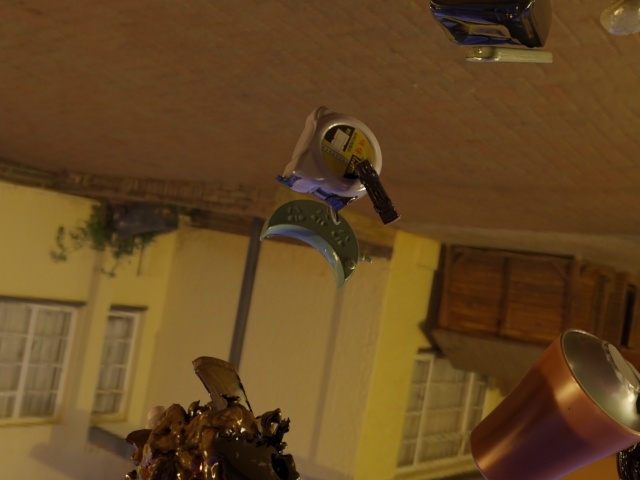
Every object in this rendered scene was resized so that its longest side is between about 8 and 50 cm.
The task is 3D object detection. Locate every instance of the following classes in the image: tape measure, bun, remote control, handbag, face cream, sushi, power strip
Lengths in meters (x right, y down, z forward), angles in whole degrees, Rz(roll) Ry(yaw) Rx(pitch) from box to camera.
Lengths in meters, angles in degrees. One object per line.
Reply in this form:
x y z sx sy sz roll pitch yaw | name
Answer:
0.027 -0.152 1.519 0.178 0.196 0.105 33 152 -14 | tape measure
0.439 -0.320 1.092 0.054 0.086 0.086 55 170 -8 | bun
0.473 -0.458 1.923 0.090 0.038 0.310 12 -164 42 | remote control
0.425 -0.598 1.935 0.275 0.177 0.302 14 -178 23 | handbag
-0.367 0.479 1.832 0.082 0.081 0.269 10 -165 -20 | face cream
-0.151 0.317 1.049 0.204 0.199 0.213 13 144 -24 | sushi
0.000 0.000 1.725 0.253 0.167 0.054 31 145 -5 | power strip

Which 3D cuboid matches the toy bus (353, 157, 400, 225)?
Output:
0.105 -0.089 1.443 0.037 0.130 0.052 -28 170 7 | toy bus

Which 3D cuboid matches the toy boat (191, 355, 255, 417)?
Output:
-0.177 0.361 1.465 0.122 0.321 0.089 -20 -158 -5 | toy boat

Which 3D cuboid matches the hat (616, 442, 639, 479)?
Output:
0.577 0.404 1.327 0.193 0.193 0.082 10 149 -9 | hat

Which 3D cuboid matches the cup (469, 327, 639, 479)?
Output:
0.369 0.265 1.171 0.226 0.264 0.182 0 -131 -47 | cup
